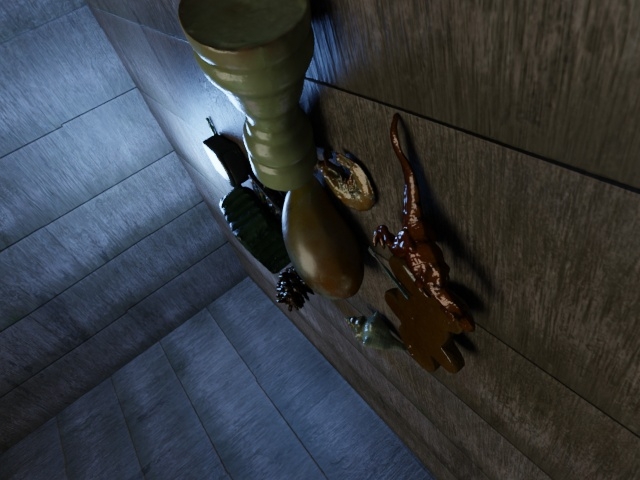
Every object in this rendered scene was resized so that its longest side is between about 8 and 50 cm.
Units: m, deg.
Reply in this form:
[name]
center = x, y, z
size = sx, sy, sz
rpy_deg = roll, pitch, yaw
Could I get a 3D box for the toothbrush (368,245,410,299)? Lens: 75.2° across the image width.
[toothbrush]
center = 0.168, 0.077, 1.024
size = 0.167, 0.011, 0.014
rpy_deg = 54, 158, 26

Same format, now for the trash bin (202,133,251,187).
[trash bin]
center = -0.386, -0.330, 1.726
size = 0.236, 0.101, 0.176
rpy_deg = 39, 160, 45

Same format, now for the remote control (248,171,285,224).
[remote control]
center = -0.123, -0.097, 1.481
size = 0.398, 0.062, 0.144
rpy_deg = 49, 163, 24

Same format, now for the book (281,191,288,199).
[book]
center = -0.054, -0.066, 1.494
size = 0.228, 0.018, 0.322
rpy_deg = 42, 160, 37

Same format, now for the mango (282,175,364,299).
[mango]
center = 0.000, 0.000, 1.194
size = 0.221, 0.199, 0.383
rpy_deg = -154, 44, -71

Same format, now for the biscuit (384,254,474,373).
[biscuit]
center = 0.273, 0.206, 1.075
size = 0.283, 0.064, 0.431
rpy_deg = 48, 162, 38

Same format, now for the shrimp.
[shrimp]
center = 0.064, -0.151, 0.980
size = 0.187, 0.052, 0.132
rpy_deg = 46, 144, 7

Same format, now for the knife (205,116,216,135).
[knife]
center = -0.460, -0.453, 1.823
size = 0.054, 0.015, 0.212
rpy_deg = 50, 166, 38

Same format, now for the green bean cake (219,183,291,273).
[green bean cake]
center = -0.245, -0.053, 1.702
size = 0.308, 0.169, 0.300
rpy_deg = 51, -179, 41

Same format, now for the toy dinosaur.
[toy dinosaur]
center = 0.177, -0.014, 0.830
size = 0.431, 0.097, 0.208
rpy_deg = 63, 170, -6

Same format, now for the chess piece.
[chess piece]
center = -0.107, -0.297, 0.872
size = 0.234, 0.234, 0.442
rpy_deg = 46, 167, 23

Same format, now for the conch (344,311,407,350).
[conch]
center = 0.183, 0.313, 1.444
size = 0.234, 0.137, 0.114
rpy_deg = 16, 111, 47

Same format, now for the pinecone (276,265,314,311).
[pinecone]
center = -0.119, 0.215, 1.909
size = 0.184, 0.204, 0.179
rpy_deg = 39, 169, -8
